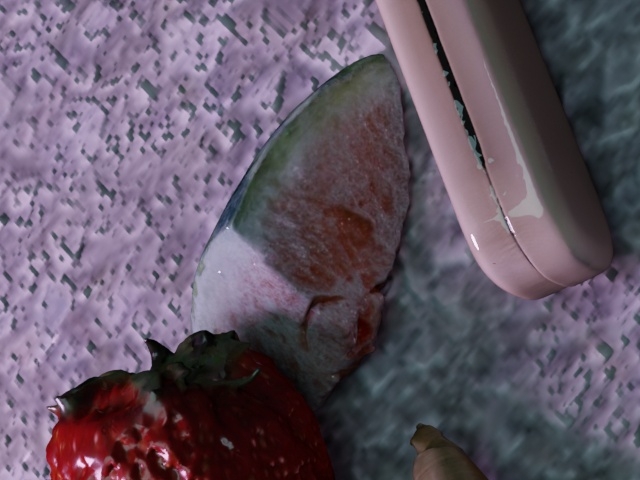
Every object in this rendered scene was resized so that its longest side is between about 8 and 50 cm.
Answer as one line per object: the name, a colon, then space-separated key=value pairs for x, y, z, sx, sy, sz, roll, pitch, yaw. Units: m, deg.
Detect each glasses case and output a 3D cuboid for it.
glasses case: x=0.074 y=-0.068 z=0.869 sx=0.050 sy=0.083 sz=0.196 roll=-28 pitch=69 yaw=24

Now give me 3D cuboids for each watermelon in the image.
watermelon: x=-0.008 y=-0.006 z=0.925 sx=0.094 sy=0.081 sz=0.180 roll=13 pitch=95 yaw=3

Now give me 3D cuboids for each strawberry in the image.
strawberry: x=-0.055 y=0.119 z=0.892 sx=0.131 sy=0.131 sz=0.148 roll=-10 pitch=110 yaw=27

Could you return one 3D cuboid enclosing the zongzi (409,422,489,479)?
zongzi: x=0.051 y=0.204 z=0.838 sx=0.194 sy=0.099 sz=0.197 roll=-51 pitch=53 yaw=12
